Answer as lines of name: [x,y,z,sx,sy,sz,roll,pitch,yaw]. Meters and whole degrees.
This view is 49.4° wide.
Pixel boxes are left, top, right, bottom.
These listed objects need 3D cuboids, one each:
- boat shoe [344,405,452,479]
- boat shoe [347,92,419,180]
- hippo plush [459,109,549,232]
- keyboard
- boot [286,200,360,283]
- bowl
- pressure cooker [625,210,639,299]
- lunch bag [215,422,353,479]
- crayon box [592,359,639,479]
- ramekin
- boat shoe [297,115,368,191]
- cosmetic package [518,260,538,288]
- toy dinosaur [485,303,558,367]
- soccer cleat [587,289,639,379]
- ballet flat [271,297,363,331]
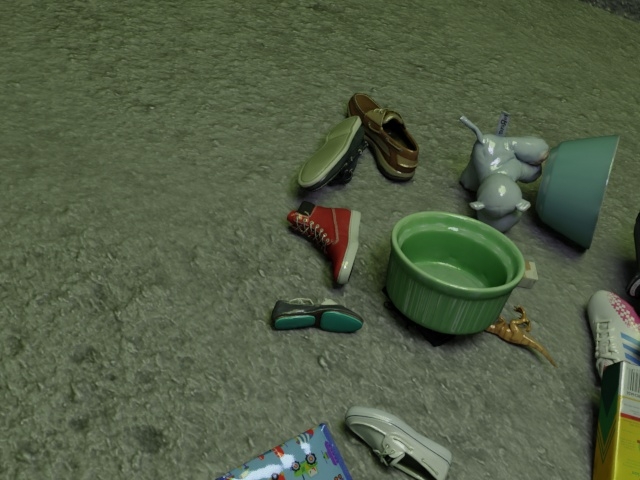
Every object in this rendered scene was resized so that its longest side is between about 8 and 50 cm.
boat shoe: [0.146,0.395,1.331,0.226,0.083,0.075,24,45,4]
boat shoe: [0.188,-0.313,1.956,0.123,0.120,0.324,-10,53,-31]
hippo plush: [0.495,-0.157,1.824,0.235,0.294,0.236,-6,56,6]
keyboard: [0.223,0.162,1.599,0.100,0.038,0.192,-26,59,-34]
boot: [0.000,0.000,1.647,0.176,0.088,0.244,12,39,-5]
bowl: [0.679,-0.146,1.864,0.163,0.311,0.311,16,44,19]
pressure cooker: [0.944,0.088,1.646,0.375,0.370,0.420,44,41,-29]
lunch bag: [-0.032,0.500,1.175,0.221,0.138,0.293,-20,70,-32]
crayon box: [0.673,0.429,1.417,0.202,0.081,0.318,17,68,-3]
ramekin: [0.294,0.075,1.582,0.304,0.148,0.303,8,34,-5]
boat shoe: [0.047,-0.205,1.830,0.127,0.113,0.340,-17,27,28]
cosmetic package: [0.482,0.078,1.751,0.115,0.041,0.060,10,47,-9]
toy dinosaur: [0.462,0.218,1.617,0.212,0.064,0.112,24,58,19]
soccer cleat: [0.686,0.253,1.602,0.143,0.116,0.331,0,50,-22]
ballet flat: [-0.007,0.156,1.513,0.203,0.074,0.074,3,48,-12]
